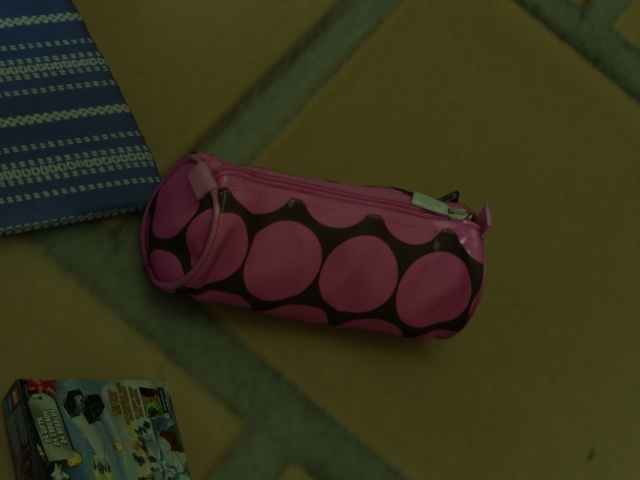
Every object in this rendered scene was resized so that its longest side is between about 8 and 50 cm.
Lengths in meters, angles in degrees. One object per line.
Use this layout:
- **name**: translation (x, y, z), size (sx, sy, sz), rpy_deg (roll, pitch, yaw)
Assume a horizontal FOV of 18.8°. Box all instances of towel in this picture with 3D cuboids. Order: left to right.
- **towel**: translation (-0.260, -0.139, 1.187), size (0.243, 0.040, 0.336), rpy_deg (-12, 65, -40)

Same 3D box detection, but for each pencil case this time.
- **pencil case**: translation (0.000, 0.000, 1.190), size (0.209, 0.098, 0.095), rpy_deg (8, 53, -27)

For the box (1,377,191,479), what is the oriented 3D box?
- **box**: translation (-0.115, 0.140, 1.056), size (0.094, 0.027, 0.137), rpy_deg (4, 54, -32)
